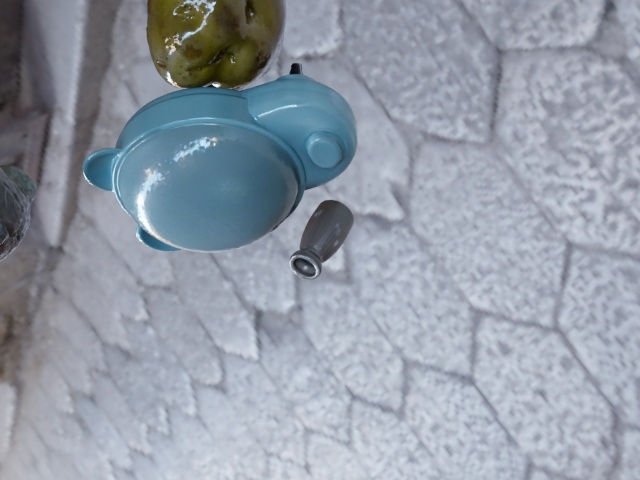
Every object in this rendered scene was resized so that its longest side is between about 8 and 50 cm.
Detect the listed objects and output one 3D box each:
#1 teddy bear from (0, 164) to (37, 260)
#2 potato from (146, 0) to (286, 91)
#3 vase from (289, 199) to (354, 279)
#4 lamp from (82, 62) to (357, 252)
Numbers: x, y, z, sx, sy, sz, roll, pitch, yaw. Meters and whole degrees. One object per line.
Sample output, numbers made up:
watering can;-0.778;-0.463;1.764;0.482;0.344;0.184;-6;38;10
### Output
teddy bear;-0.444;-0.008;1.344;0.236;0.267;0.151;48;-154;-40
potato;-0.114;-0.290;1.424;0.195;0.176;0.369;39;-159;-18
vase;0.000;0.000;1.534;0.053;0.101;0.053;18;139;16
lamp;-0.096;-0.084;1.342;0.147;0.284;0.209;61;-177;39
